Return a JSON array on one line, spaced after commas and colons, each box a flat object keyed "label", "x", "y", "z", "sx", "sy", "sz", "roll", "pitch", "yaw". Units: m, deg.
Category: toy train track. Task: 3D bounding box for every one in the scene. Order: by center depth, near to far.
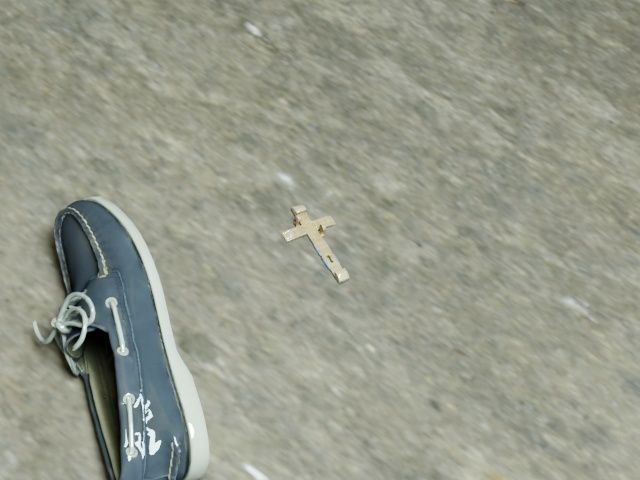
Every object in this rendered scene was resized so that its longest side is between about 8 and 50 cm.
[{"label": "toy train track", "x": 0.000, "y": 0.000, "z": 1.536, "sx": 0.048, "sy": 0.014, "sz": 0.083, "roll": -20, "pitch": 61, "yaw": -23}]

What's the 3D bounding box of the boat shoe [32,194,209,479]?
[{"label": "boat shoe", "x": -0.163, "y": 0.078, "z": 1.402, "sx": 0.079, "sy": 0.095, "sz": 0.254, "roll": -8, "pitch": 64, "yaw": -30}]
